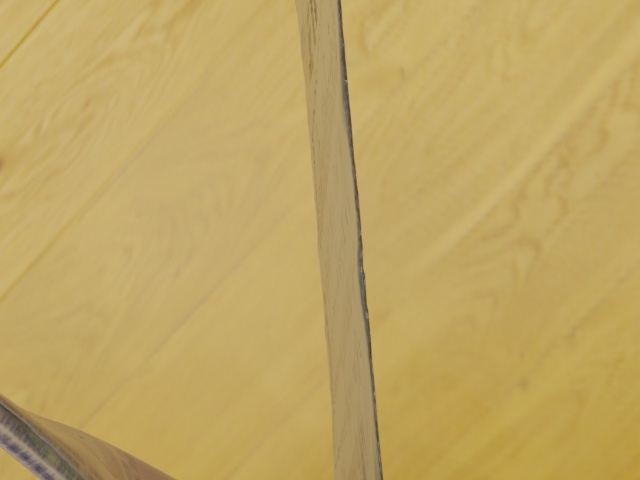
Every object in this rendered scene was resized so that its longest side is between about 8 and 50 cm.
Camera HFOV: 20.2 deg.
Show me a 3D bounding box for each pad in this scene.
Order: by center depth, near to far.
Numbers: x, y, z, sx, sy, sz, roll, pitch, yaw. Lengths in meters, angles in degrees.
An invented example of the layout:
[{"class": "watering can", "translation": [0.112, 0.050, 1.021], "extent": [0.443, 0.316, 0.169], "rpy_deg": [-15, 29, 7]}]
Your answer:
[{"class": "pad", "translation": [0.001, 0.000, 0.412], "extent": [0.009, 0.159, 0.265], "rpy_deg": [-4, 73, -3]}]

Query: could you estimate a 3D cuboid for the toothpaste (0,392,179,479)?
[{"class": "toothpaste", "translation": [-0.059, 0.086, 0.543], "extent": [0.301, 0.075, 0.048], "rpy_deg": [40, 83, -31]}]
